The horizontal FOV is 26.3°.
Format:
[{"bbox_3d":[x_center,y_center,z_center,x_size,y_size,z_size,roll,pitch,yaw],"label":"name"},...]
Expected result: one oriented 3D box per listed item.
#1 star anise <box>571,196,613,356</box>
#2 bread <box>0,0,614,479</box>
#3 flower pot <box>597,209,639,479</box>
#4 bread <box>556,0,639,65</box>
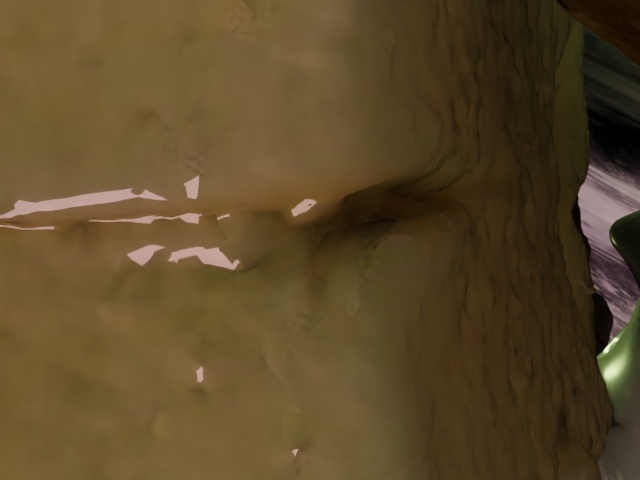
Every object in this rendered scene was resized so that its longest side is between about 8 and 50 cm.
[{"bbox_3d":[0.113,-0.011,0.829,0.108,0.315,0.315,-6,155,15],"label":"star anise"},{"bbox_3d":[-0.089,-0.002,0.539,0.371,0.279,0.390,-6,176,19],"label":"bread"},{"bbox_3d":[0.238,0.095,0.629,0.164,0.367,0.254,-12,-141,-44],"label":"flower pot"},{"bbox_3d":[0.226,-0.063,0.392,0.344,0.149,0.195,35,180,6],"label":"bread"}]
